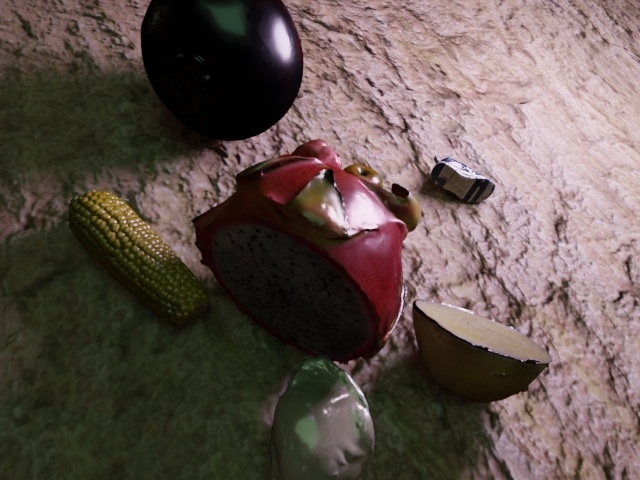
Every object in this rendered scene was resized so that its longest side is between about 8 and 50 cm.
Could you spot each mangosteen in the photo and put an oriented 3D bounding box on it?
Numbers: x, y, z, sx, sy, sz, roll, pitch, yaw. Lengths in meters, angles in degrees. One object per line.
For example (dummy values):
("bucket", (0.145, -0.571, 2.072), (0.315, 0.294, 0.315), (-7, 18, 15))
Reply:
("mangosteen", (-0.158, -0.336, 0.818), (0.313, 0.297, 0.297), (-26, 66, -39))

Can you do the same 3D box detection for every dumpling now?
("dumpling", (0.000, 0.255, 0.572), (0.136, 0.118, 0.199), (18, 76, 0))

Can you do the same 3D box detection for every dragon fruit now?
("dragon fruit", (0.000, 0.000, 0.633), (0.305, 0.305, 0.226), (31, 53, 7))

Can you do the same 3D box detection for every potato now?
("potato", (0.225, 0.180, 0.676), (0.202, 0.117, 0.182), (17, 13, -1))

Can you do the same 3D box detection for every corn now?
("corn", (-0.275, 0.023, 0.666), (0.260, 0.091, 0.091), (40, 92, 12))

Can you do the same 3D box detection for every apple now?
("apple", (0.073, -0.104, 0.848), (0.089, 0.074, 0.089), (7, 53, -10))

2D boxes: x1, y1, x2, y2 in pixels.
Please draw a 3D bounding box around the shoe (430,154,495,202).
("shoe", (0.299, -0.130, 0.937), (0.143, 0.064, 0.071), (22, 36, -6))
